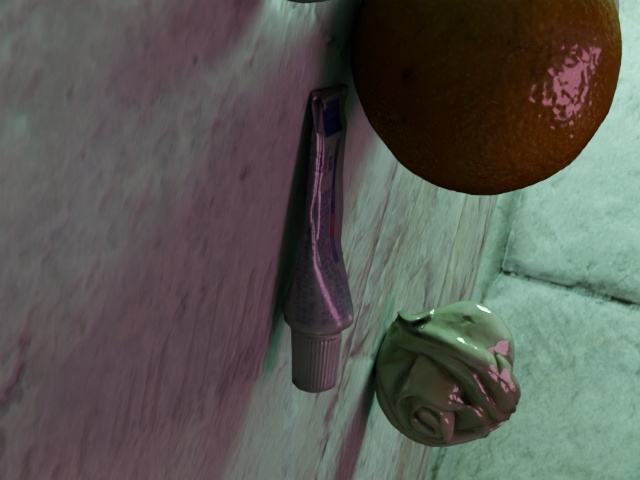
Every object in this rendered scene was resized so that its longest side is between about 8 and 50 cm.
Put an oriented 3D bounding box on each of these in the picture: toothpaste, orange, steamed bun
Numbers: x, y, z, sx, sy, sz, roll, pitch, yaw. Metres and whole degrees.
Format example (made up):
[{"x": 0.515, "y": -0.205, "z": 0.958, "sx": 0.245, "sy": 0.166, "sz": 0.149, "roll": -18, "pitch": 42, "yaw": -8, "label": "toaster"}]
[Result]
[{"x": 0.001, "y": 0.000, "z": 1.233, "sx": 0.099, "sy": 0.068, "sz": 0.283, "roll": -142, "pitch": -128, "yaw": -70, "label": "toothpaste"}, {"x": 0.155, "y": -0.174, "z": 1.252, "sx": 0.264, "sy": 0.264, "sz": 0.264, "roll": 14, "pitch": 90, "yaw": -78, "label": "orange"}, {"x": 0.168, "y": 0.204, "z": 1.900, "sx": 0.211, "sy": 0.218, "sz": 0.144, "roll": 69, "pitch": 28, "yaw": -22, "label": "steamed bun"}]

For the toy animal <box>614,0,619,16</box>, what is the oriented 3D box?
[{"x": 0.219, "y": -0.260, "z": 1.489, "sx": 0.267, "sy": 0.212, "sz": 0.213, "roll": -77, "pitch": 177, "yaw": -70, "label": "toy animal"}]

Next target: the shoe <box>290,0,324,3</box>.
[{"x": 0.016, "y": -0.210, "z": 0.985, "sx": 0.195, "sy": 0.079, "sz": 0.078, "roll": -69, "pitch": 160, "yaw": -46, "label": "shoe"}]
